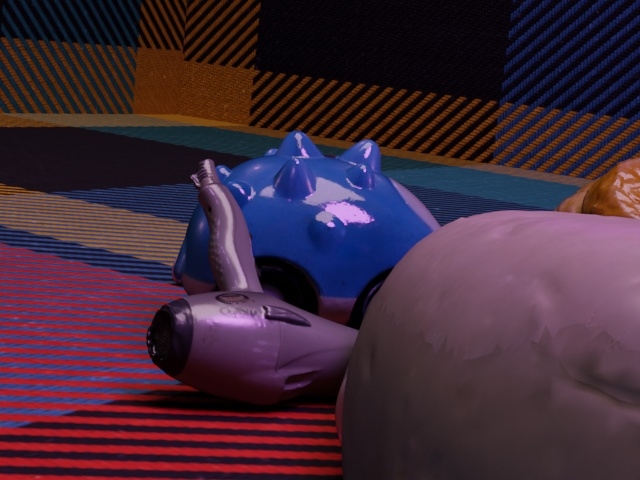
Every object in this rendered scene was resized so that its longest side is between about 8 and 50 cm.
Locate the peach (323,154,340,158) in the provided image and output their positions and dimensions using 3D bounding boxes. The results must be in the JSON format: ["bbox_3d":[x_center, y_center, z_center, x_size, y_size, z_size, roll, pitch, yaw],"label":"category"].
[{"bbox_3d":[0.002,-0.026,1.486,0.152,0.152,0.152,6,9,-1],"label":"peach"}]

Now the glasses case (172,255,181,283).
[{"bbox_3d":[-0.127,0.028,1.408,0.021,0.032,0.083,16,13,35],"label":"glasses case"}]

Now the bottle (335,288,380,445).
[{"bbox_3d":[0.073,0.083,0.919,0.104,0.104,0.245,7,14,6],"label":"bottle"}]

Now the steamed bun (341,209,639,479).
[{"bbox_3d":[0.161,0.111,0.466,0.312,0.233,0.334,4,0,-1],"label":"steamed bun"}]

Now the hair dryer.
[{"bbox_3d":[-0.018,0.052,1.037,0.219,0.088,0.225,26,37,-16],"label":"hair dryer"}]

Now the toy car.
[{"bbox_3d":[0.000,0.000,1.182,0.255,0.190,0.188,6,7,-10],"label":"toy car"}]

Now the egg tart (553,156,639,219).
[{"bbox_3d":[0.359,0.004,1.292,0.319,0.128,0.319,1,37,-1],"label":"egg tart"}]
